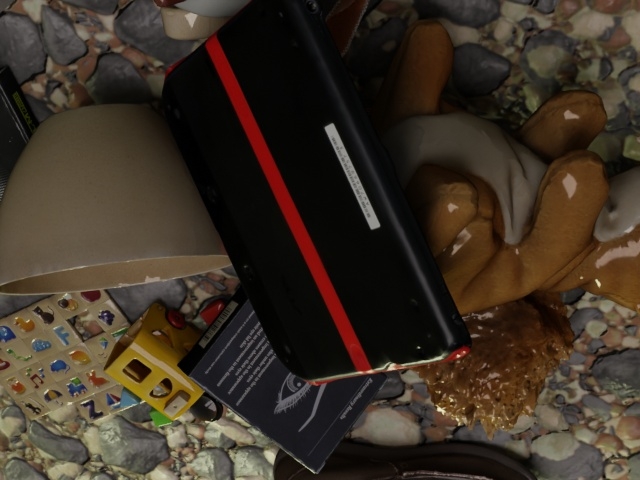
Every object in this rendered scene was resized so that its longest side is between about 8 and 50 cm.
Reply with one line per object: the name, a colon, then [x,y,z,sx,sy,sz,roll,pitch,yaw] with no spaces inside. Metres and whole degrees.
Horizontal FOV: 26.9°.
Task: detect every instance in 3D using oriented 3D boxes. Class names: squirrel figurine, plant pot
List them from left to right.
plant pot: [-0.244,-0.051,1.543,0.284,0.284,0.191,-10,83,18]
squirrel figurine: [0.219,0.016,1.453,0.370,0.281,0.397,12,127,-18]

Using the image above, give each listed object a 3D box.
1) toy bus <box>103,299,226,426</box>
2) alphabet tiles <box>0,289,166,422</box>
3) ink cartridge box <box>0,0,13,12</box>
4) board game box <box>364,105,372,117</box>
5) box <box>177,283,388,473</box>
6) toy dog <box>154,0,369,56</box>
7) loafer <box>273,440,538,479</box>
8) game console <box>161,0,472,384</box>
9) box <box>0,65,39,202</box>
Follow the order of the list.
toy bus: [-0.180,0.181,1.732,0.202,0.104,0.191,-2,119,10]
alphabet tiles: [-0.342,0.165,1.824,0.237,0.009,0.198,-24,113,25]
ink cartridge box: [-0.434,-0.374,1.402,0.198,0.197,0.270,-3,120,15]
board game box: [0.059,-0.087,1.559,0.201,0.035,0.136,12,123,6]
box: [-0.047,0.164,1.656,0.207,0.108,0.153,40,83,-12]
toy dog: [-0.044,-0.285,1.387,0.334,0.161,0.220,-19,115,23]
loafer: [0.108,0.352,1.760,0.366,0.130,0.133,0,121,13]
game console: [-0.016,-0.042,1.339,0.342,0.060,0.386,-22,94,59]
box: [-0.430,-0.105,1.658,0.191,0.045,0.184,-14,118,20]
